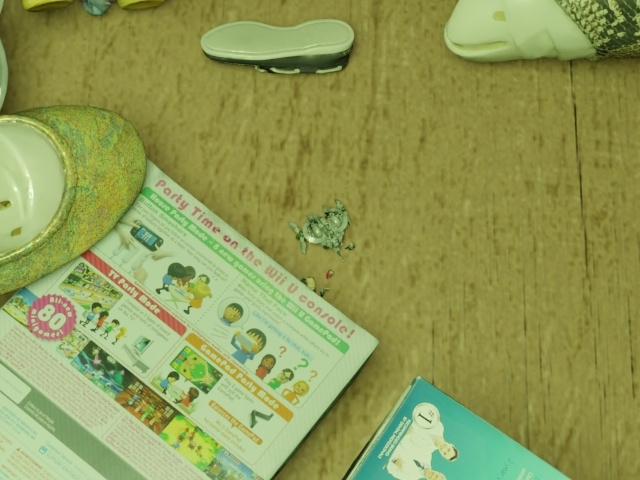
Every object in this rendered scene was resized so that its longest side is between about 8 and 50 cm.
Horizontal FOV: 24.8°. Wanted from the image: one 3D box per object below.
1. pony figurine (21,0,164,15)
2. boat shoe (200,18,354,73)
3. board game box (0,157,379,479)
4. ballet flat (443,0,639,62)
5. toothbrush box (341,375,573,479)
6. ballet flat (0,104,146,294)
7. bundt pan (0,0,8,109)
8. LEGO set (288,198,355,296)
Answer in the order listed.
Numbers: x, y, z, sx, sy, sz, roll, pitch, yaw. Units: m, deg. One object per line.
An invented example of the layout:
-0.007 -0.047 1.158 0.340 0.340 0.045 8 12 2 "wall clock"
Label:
-0.199 -0.360 1.111 0.302 0.351 0.364 -12 91 -11 "pony figurine"
-0.035 -0.154 1.187 0.125 0.038 0.046 -7 51 -12 "boat shoe"
-0.139 0.125 1.030 0.224 0.097 0.303 38 69 8 "board game box"
0.115 -0.260 1.208 0.483 0.164 0.182 43 90 15 "ballet flat"
0.134 0.244 0.959 0.295 0.216 0.126 33 68 4 "toothbrush box"
-0.271 -0.010 0.951 0.348 0.123 0.123 -21 73 -16 "ballet flat"
-0.394 -0.136 1.018 0.330 0.124 0.331 -8 106 -28 "bundt pan"
0.002 0.002 1.138 0.054 0.023 0.083 3 68 -8 "LEGO set"
